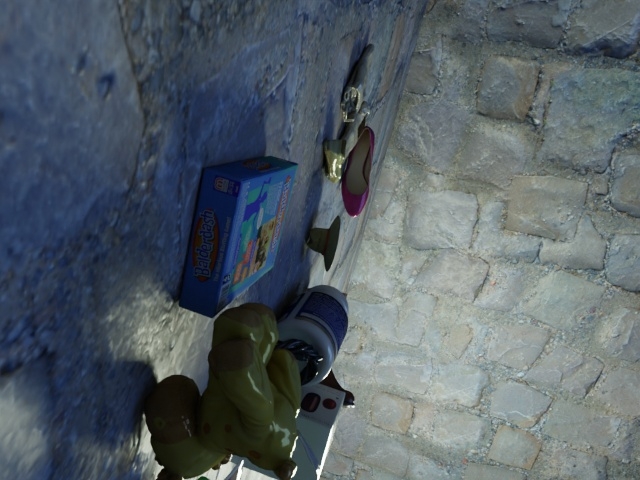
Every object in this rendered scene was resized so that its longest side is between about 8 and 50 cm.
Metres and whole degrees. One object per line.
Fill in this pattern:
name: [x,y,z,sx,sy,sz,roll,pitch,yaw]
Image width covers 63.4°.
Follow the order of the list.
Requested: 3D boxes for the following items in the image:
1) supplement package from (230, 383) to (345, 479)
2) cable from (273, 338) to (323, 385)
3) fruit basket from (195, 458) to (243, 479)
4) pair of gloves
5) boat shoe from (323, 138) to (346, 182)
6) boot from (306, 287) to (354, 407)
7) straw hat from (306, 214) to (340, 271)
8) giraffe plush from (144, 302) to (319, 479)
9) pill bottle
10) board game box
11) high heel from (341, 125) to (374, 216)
supplement package: [-0.066,0.408,1.151,0.203,0.194,0.149,-27,133,-79]
cable: [-0.079,0.248,0.998,0.184,0.047,0.151,-18,124,-23]
fruit basket: [-0.198,0.490,0.613,0.353,0.165,0.327,-49,155,-62]
pair of gloves: [0.088,-0.313,1.223,0.240,0.042,0.204,96,15,-50]
boat shoe: [0.025,-0.173,1.129,0.153,0.048,0.056,101,-4,-74]
boot: [0.024,0.274,1.355,0.264,0.096,0.280,9,-104,53]
straw hat: [0.000,0.000,1.216,0.144,0.061,0.144,-167,-90,-82]
giraffe plush: [-0.117,0.193,0.582,0.181,0.170,0.210,-8,78,-81]
pill bottle: [-0.019,0.203,1.185,0.265,0.153,0.153,-49,154,-69]
board game box: [-0.094,-0.017,0.642,0.210,0.047,0.160,-41,147,-72]
high heel: [0.107,-0.187,1.416,0.117,0.082,0.244,166,-64,-89]
